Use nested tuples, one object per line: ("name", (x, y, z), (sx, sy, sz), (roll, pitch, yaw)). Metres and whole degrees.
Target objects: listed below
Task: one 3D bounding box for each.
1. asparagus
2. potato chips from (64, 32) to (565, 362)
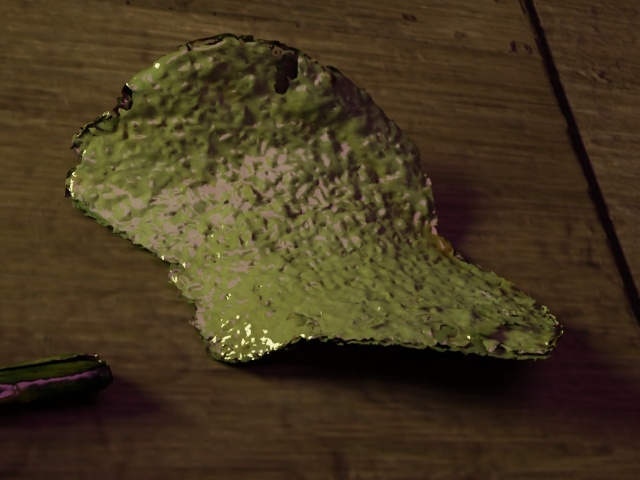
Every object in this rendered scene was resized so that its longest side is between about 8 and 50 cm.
("asparagus", (-0.194, 0.067, 0.518), (0.233, 0.022, 0.023), (-6, 70, -28))
("potato chips", (0.004, -0.004, 0.638), (0.228, 0.059, 0.167), (47, 56, 11))
